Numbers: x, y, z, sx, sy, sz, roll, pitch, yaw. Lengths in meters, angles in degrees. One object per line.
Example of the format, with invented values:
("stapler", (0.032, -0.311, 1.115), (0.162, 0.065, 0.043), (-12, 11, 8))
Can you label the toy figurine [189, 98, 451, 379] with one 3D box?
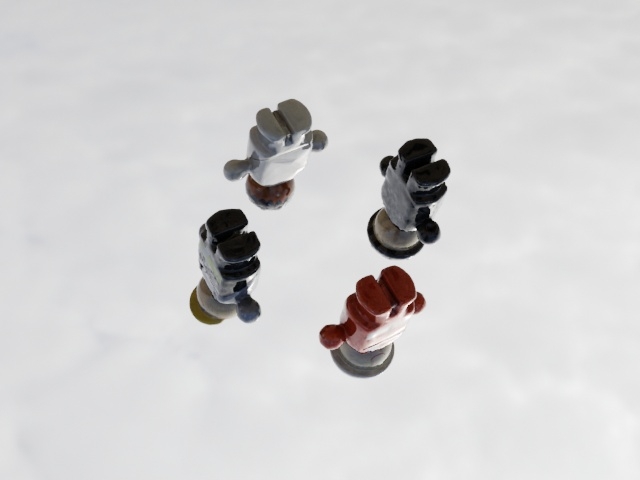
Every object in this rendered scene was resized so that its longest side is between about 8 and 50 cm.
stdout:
("toy figurine", (0.000, 0.000, 0.942), (0.209, 0.148, 0.213), (17, -121, 1))
